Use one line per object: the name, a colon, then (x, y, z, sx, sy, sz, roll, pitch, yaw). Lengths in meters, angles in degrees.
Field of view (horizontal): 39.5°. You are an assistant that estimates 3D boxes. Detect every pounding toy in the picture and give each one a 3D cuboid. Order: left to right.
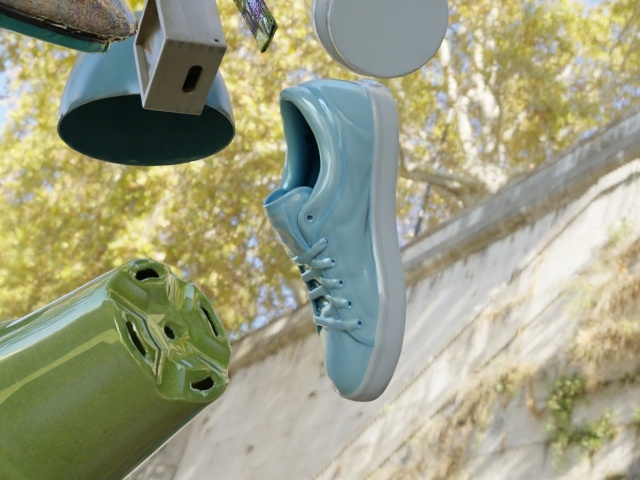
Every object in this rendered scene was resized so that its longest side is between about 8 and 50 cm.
pounding toy: (-0.161, -0.224, 1.059, 0.100, 0.130, 0.141, 3, -38, -26)

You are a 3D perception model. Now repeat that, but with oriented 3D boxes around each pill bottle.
pill bottle: (0.082, -0.369, 1.406, 0.204, 0.361, 0.204, -1, -69, -4)

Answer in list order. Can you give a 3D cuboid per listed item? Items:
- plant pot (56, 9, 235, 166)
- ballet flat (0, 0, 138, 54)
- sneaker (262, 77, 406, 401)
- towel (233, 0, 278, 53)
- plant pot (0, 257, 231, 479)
plant pot: (-0.292, -0.269, 1.504, 0.290, 0.195, 0.290, -4, -17, -1)
ballet flat: (-0.182, -0.152, 0.290, 0.316, 0.106, 0.107, 11, 21, -44)
sneaker: (0.000, 0.000, 0.994, 0.150, 0.366, 0.135, -1, -4, -28)
towel: (-0.069, -0.226, 0.854, 0.083, 0.009, 0.060, 60, -20, 5)
plant pot: (-0.250, 0.157, 1.016, 0.254, 0.276, 0.276, -35, -56, 24)
